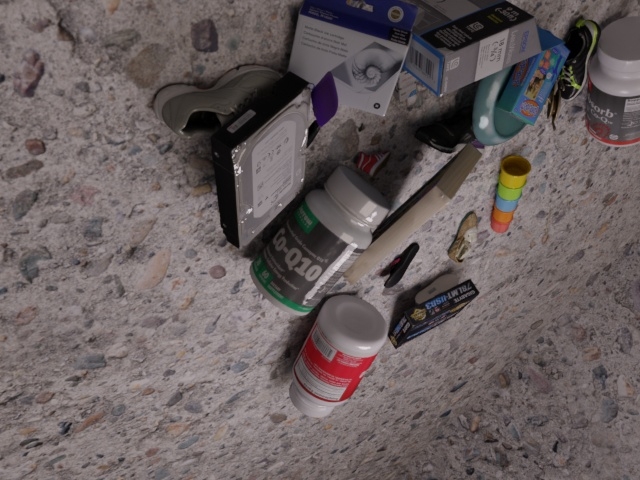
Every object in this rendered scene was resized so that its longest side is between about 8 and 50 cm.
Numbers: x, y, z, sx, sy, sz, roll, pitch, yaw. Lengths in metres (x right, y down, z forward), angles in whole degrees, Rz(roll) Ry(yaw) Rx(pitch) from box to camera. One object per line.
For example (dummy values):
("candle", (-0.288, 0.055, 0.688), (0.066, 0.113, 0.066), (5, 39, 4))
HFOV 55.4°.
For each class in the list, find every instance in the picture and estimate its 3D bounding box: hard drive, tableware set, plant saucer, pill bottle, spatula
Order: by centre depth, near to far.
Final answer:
("hard drive", (-0.118, -0.155, 1.276), (0.237, 0.064, 0.339), (-47, 162, -29))
("spatula", (-0.010, -0.250, 1.283), (0.030, 0.084, 0.296), (-12, 170, -13))
("pill bottle", (0.000, 0.000, 1.548), (0.204, 0.204, 0.361), (18, 117, -50))
("plant saucer", (0.517, -0.395, 1.615), (0.317, 0.043, 0.318), (-29, 136, -32))
("tableware set", (0.639, -0.397, 1.705), (0.039, 0.194, 0.128), (6, 124, 10))
("pill bottle", (0.900, -0.461, 1.798), (0.210, 0.210, 0.363), (-36, 144, -2))
("pill bottle", (0.042, 0.394, 2.011), (0.229, 0.229, 0.408), (-5, 135, -37))

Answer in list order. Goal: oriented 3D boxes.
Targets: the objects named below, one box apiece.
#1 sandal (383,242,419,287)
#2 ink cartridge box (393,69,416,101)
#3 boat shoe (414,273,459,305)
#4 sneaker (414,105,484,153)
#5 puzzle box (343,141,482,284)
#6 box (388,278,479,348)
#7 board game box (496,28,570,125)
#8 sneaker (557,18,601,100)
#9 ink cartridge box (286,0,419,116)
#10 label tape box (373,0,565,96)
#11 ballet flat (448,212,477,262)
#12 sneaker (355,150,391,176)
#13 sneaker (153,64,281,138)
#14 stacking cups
("sandal", (0.263, 0.080, 2.019), (0.179, 0.040, 0.067), (-56, 149, 1))
("ink cartridge box", (0.199, -0.376, 1.443), (0.048, 0.028, 0.083), (-29, 144, -12))
("boat shoe", (0.430, 0.189, 2.264), (0.184, 0.066, 0.063), (-35, 163, -11))
("sneaker", (0.357, -0.305, 1.619), (0.283, 0.107, 0.124), (-7, 126, -46))
("puzzle box", (0.231, -0.065, 1.593), (0.409, 0.052, 0.272), (-45, -179, 42))
("box", (0.414, 0.278, 2.275), (0.295, 0.073, 0.293), (-24, 159, -17))
("board game box", (0.545, -0.413, 1.556), (0.160, 0.047, 0.210), (7, 111, -51))
("sneaker", (0.691, -0.498, 1.690), (0.097, 0.084, 0.235), (-20, 131, -28))
("ink cartridge box", (0.056, -0.375, 1.198), (0.223, 0.045, 0.224), (15, 129, -1))
("label tape box", (0.313, -0.453, 1.273), (0.333, 0.241, 0.106), (-26, 142, -16))
("ballet flat", (0.504, -0.002, 2.100), (0.073, 0.067, 0.206), (-15, 139, -27))
("sneaker", (0.135, -0.210, 1.575), (0.118, 0.067, 0.042), (-45, 157, -48))
("sneaker", (-0.177, -0.254, 1.176), (0.262, 0.121, 0.099), (-23, 142, -21))
("stacking cups", (0.617, -0.137, 2.028), (0.096, 0.096, 0.316), (-25, 145, -17))
